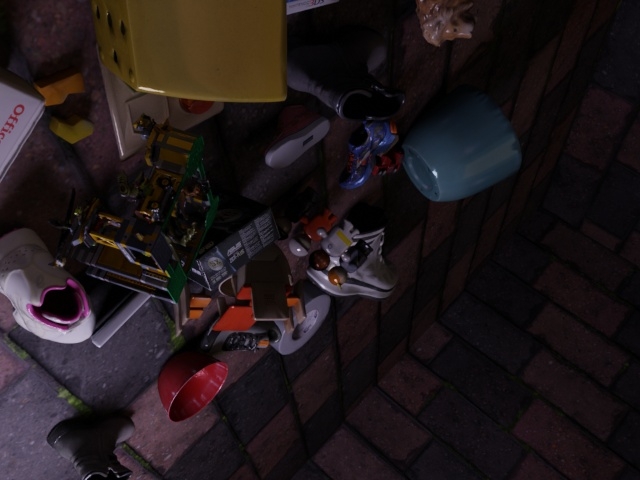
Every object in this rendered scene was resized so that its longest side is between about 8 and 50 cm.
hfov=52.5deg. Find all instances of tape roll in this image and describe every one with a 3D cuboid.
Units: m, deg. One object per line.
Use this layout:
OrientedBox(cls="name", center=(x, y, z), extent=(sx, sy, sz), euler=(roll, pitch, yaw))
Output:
OrientedBox(cls="tape roll", center=(-0.068, 0.226, 1.896), extent=(0.219, 0.072, 0.219), euler=(-41, 154, -25))

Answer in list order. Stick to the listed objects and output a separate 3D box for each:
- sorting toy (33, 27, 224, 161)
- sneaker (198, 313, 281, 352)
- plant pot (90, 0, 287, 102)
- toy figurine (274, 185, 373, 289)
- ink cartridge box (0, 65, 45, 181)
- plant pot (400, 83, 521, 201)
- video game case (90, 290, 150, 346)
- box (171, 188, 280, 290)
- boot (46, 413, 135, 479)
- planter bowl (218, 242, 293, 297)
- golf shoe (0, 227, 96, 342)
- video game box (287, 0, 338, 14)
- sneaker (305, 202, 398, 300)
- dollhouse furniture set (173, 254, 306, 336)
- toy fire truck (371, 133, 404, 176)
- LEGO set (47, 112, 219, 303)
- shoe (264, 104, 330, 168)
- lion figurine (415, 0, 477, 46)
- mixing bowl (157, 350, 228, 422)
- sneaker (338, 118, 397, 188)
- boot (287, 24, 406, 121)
OrientedBox(cls="sorting toy", center=(-0.263, -0.221, 0.973), extent=(0.307, 0.041, 0.229), euler=(-36, 151, -33))
OrientedBox(cls="sneaker", center=(-0.195, 0.236, 1.638), extent=(0.272, 0.108, 0.100), euler=(-7, 132, -56))
OrientedBox(cls="plant pot", center=(-0.176, -0.291, 0.818), extent=(0.187, 0.212, 0.212), euler=(-18, 127, -30))
OrientedBox(cls="toy figurine", center=(0.000, 0.000, 1.543), extent=(0.148, 0.209, 0.213), euler=(-46, 155, -2))
OrientedBox(cls="ink cartridge box", center=(-0.438, -0.143, 0.703), extent=(0.158, 0.092, 0.218), euler=(-55, 154, 5))
OrientedBox(cls="plant pot", center=(0.366, -0.243, 1.795), extent=(0.235, 0.293, 0.293), euler=(-34, 153, -10))
OrientedBox(cls="video game case", center=(-0.342, 0.114, 1.184), extent=(0.190, 0.022, 0.173), euler=(-48, -168, -18))
OrientedBox(cls="box", center=(-0.196, -0.007, 1.237), extent=(0.180, 0.147, 0.077), euler=(-38, 131, -28))
OrientedBox(cls="boot", center=(-0.460, 0.463, 1.402), extent=(0.083, 0.161, 0.246), euler=(-55, 156, 5))
OrientedBox(cls="planter bowl", center=(-0.147, 0.050, 1.430), extent=(0.162, 0.109, 0.162), euler=(-8, 155, -4))
OrientedBox(cls="golf shoe", center=(-0.418, 0.108, 1.026), extent=(0.115, 0.140, 0.306), euler=(-45, 157, -19))
OrientedBox(cls="video game box", center=(-0.021, -0.477, 1.054), extent=(0.187, 0.048, 0.205), euler=(-34, 150, -41))
OrientedBox(cls="sneaker", center=(0.162, 0.032, 1.923), extent=(0.257, 0.169, 0.448), euler=(-58, 153, 16))
OrientedBox(cls="dollhouse furniture set", center=(-0.150, 0.140, 1.327), extent=(0.262, 0.135, 0.259), euler=(3, 153, -24))
OrientedBox(cls="toy fire truck", center=(0.172, -0.240, 1.720), extent=(0.192, 0.047, 0.135), euler=(-17, 137, -54))
OrientedBox(cls="LEGO set", center=(-0.296, -0.049, 1.012), extent=(0.331, 0.192, 0.254), euler=(92, 16, -78))
OrientedBox(cls="shoe", center=(-0.066, -0.210, 1.290), extent=(0.178, 0.081, 0.063), euler=(-40, 153, -34))
OrientedBox(cls="lion figurine", center=(0.248, -0.587, 1.317), extent=(0.240, 0.142, 0.392), euler=(-46, 142, 4))
OrientedBox(cls="mixing bowl", center=(-0.321, 0.333, 1.553), extent=(0.181, 0.098, 0.181), euler=(-41, 153, -26))
OrientedBox(cls="sneaker", center=(0.097, -0.219, 1.594), extent=(0.087, 0.083, 0.221), euler=(15, 128, -25))
OrientedBox(cls="boot", center=(0.077, -0.307, 1.242), extent=(0.338, 0.223, 0.118), euler=(-28, 145, -43))
